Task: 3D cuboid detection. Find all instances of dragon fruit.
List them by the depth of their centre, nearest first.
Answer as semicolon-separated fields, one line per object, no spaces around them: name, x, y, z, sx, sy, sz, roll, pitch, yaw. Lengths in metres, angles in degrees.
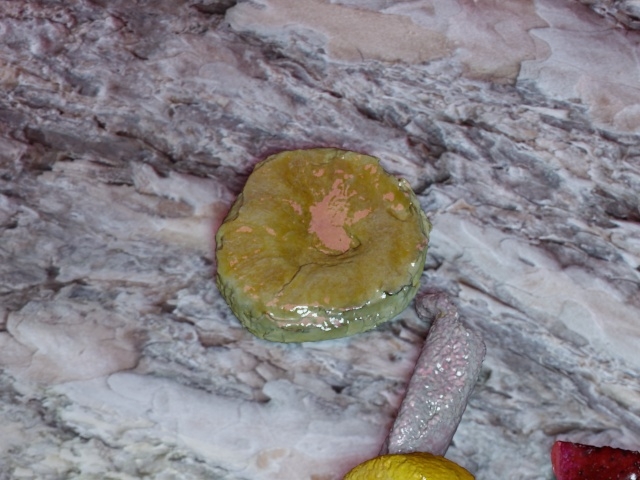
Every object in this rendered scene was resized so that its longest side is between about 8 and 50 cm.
dragon fruit;0.420;0.366;1.511;0.262;0.134;0.212;8;74;37

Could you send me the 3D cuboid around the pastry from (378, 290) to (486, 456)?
pastry;0.159;0.195;1.628;0.112;0.103;0.265;14;64;4

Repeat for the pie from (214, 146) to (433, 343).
pie;0.000;0.000;1.757;0.339;0.083;0.340;-2;59;4

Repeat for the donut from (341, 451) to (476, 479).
donut;0.103;0.381;1.460;0.253;0.118;0.254;-15;67;41
